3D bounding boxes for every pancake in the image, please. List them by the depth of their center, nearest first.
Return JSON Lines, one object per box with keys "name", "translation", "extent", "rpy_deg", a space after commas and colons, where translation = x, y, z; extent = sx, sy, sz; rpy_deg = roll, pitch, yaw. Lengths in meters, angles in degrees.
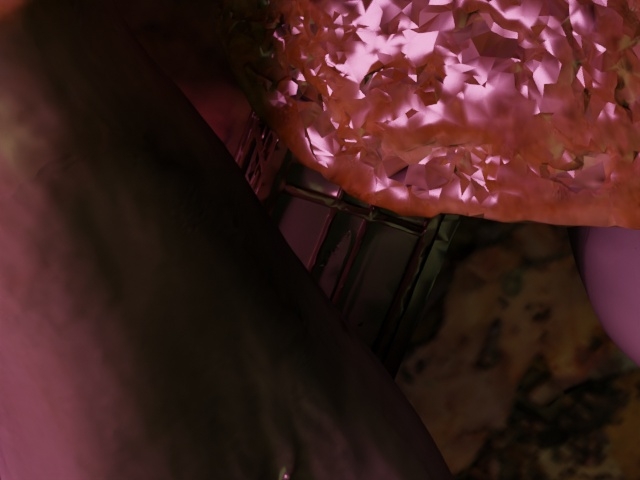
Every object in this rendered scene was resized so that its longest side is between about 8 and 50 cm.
{"name": "pancake", "translation": [0.113, -0.177, 0.545], "extent": [0.387, 0.387, 0.082], "rpy_deg": [-40, 154, 12]}

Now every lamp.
{"name": "lamp", "translation": [0.000, 0.000, 0.711], "extent": [0.089, 0.090, 0.325], "rpy_deg": [17, 110, -11]}

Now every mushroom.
{"name": "mushroom", "translation": [-0.056, 0.039, 0.581], "extent": [0.122, 0.159, 0.329], "rpy_deg": [-11, 124, 25]}

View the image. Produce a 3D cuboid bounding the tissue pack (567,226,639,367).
{"name": "tissue pack", "translation": [0.252, -0.048, 0.634], "extent": [0.229, 0.236, 0.333], "rpy_deg": [37, 106, -19]}
